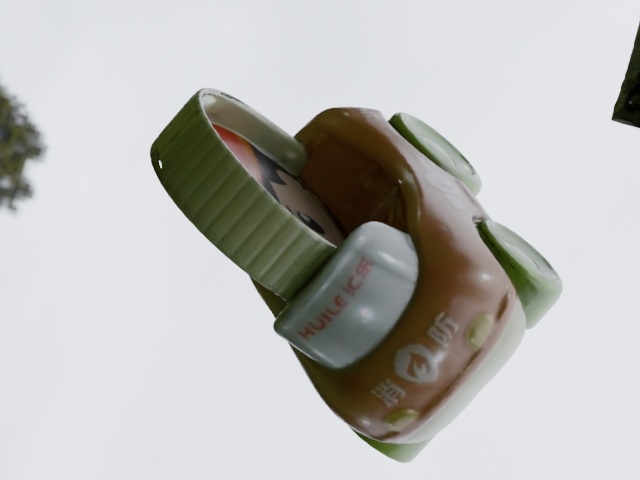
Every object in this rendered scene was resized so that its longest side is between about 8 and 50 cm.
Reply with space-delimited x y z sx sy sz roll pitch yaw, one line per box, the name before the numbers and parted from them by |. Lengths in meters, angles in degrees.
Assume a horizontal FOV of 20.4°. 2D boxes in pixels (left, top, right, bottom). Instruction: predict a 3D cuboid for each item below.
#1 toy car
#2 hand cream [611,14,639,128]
toy car | 0.000 0.000 1.022 0.145 0.235 0.235 -50 -149 15
hand cream | 0.299 -0.061 0.793 0.076 0.336 0.121 158 -51 -83
